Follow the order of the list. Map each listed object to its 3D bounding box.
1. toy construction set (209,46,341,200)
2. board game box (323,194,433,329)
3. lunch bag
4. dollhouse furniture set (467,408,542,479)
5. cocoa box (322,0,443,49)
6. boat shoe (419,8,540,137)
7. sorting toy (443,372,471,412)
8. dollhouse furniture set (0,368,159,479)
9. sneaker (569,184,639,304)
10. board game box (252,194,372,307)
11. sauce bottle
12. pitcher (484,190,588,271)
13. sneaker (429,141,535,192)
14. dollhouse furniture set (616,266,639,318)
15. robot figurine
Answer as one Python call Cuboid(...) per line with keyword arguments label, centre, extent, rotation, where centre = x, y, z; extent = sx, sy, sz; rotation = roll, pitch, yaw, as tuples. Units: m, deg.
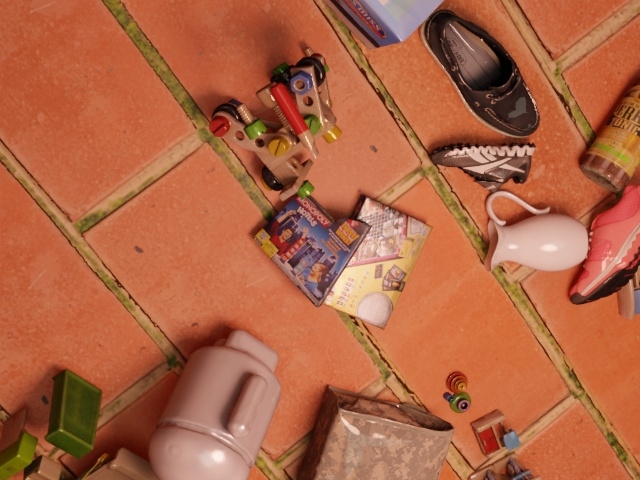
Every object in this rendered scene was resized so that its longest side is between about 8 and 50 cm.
Cuboid(label="toy construction set", centre=(-0.046, -0.188, 1.489), extent=(0.257, 0.309, 0.237), rotation=(-31, 106, 3))
Cuboid(label="board game box", centre=(0.110, 0.046, 1.698), extent=(0.165, 0.042, 0.243), rotation=(24, 94, -16))
Cuboid(label="lunch bag", centre=(0.123, 0.465, 1.716), extent=(0.287, 0.169, 0.235), rotation=(17, 96, -11))
Cuboid(label="dollhouse furniture set", centre=(0.399, 0.507, 1.808), extent=(0.129, 0.129, 0.183), rotation=(-25, 106, -7))
Cuboid(label="cocoa box", centre=(0.162, -0.561, 1.499), extent=(0.347, 0.228, 0.231), rotation=(-46, 107, -2))
Cuboid(label="boat shoe", centre=(0.345, -0.336, 1.644), extent=(0.127, 0.113, 0.340), rotation=(-42, 107, -3))
Cuboid(label="sorting toy", centre=(0.310, 0.347, 1.802), extent=(0.061, 0.042, 0.102), rotation=(-17, 104, -10))
Cuboid(label="dollhouse furniture set", centre=(-0.473, 0.432, 1.624), extent=(0.198, 0.151, 0.301), rotation=(-35, 125, 16))
Cuboid(label="sneaker", centre=(0.642, 0.010, 1.773), extent=(0.116, 0.136, 0.314), rotation=(0, 134, -41))
Cuboid(label="board game box", centre=(0.000, 0.000, 1.632), extent=(0.194, 0.060, 0.194), rotation=(-43, 84, 5))
Cuboid(label="sauce bottle", centre=(0.695, -0.274, 1.743), extent=(0.111, 0.111, 0.344), rotation=(32, 90, -17))
Cuboid(label="pitcher", centre=(0.459, -0.021, 1.737), extent=(0.207, 0.125, 0.177), rotation=(-1, 85, -2))
Cuboid(label="sneaker", centre=(0.343, -0.153, 1.697), extent=(0.234, 0.078, 0.106), rotation=(-2, 99, -15))
Cuboid(label="dollhouse furniture set", centre=(0.805, 0.068, 1.731), extent=(0.198, 0.303, 0.286), rotation=(-14, 103, -11))
Cuboid(label="robot figurine", centre=(-0.201, 0.346, 1.550), extent=(0.200, 0.300, 0.353), rotation=(33, 53, -14))
